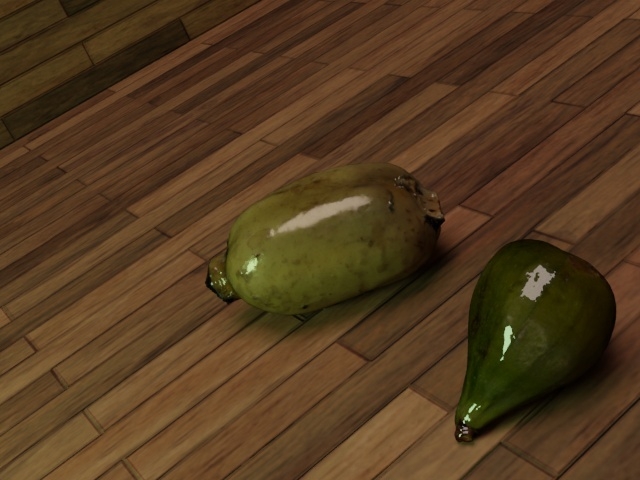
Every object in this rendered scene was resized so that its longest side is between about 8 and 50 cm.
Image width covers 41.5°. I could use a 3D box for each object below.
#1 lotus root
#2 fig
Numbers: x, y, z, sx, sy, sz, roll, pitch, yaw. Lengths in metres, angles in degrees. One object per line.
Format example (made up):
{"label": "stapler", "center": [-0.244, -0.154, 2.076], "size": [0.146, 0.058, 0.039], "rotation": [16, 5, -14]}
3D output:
{"label": "lotus root", "center": [0.000, 0.000, 0.965], "size": [0.284, 0.146, 0.160], "rotation": [-21, 12, 10]}
{"label": "fig", "center": [0.189, 0.093, 0.752], "size": [0.126, 0.185, 0.133], "rotation": [7, 12, -27]}
